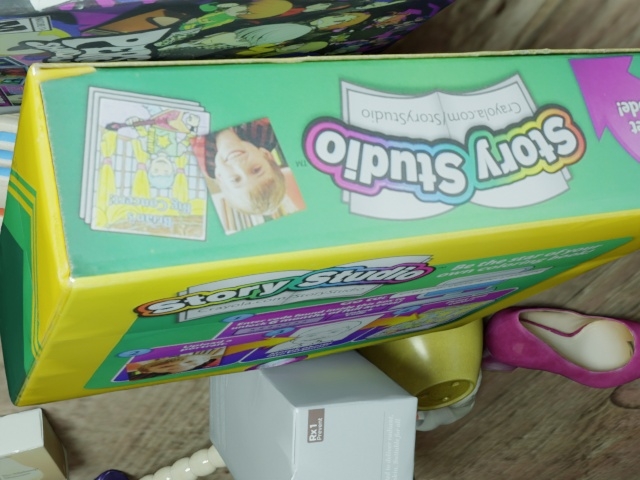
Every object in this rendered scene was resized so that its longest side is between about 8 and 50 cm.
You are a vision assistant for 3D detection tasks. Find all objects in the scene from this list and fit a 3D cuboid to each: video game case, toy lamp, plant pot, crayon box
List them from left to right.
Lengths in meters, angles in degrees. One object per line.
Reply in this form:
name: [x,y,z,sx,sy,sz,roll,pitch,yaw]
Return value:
toy lamp: [-0.167,0.263,1.022,0.275,0.080,0.080,-30,146,16]
video game case: [-0.060,-0.102,0.424,0.210,0.041,0.232,-9,-178,-13]
crayon box: [0.000,0.000,0.563,0.363,0.106,0.313,-7,164,-25]
plant pot: [0.104,0.108,0.888,0.134,0.095,0.134,-12,149,-8]

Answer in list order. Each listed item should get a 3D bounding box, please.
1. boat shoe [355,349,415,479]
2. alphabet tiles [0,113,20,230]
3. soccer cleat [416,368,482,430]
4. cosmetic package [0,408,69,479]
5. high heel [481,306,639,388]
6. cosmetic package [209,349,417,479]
boat shoe: [0.029,0.228,1.010,0.113,0.127,0.340,-20,147,6]
alphabet tiles: [-0.280,0.002,0.614,0.278,0.021,0.284,7,141,-33]
soccer cleat: [0.148,0.163,1.029,0.076,0.068,0.196,-10,155,-17]
cosmetic package: [-0.294,0.214,0.916,0.060,0.041,0.115,-12,148,-7]
high heel: [0.289,0.103,0.983,0.244,0.082,0.117,6,154,-11]
cosmetic package: [-0.017,0.147,0.743,0.107,0.238,0.127,-3,104,-23]
